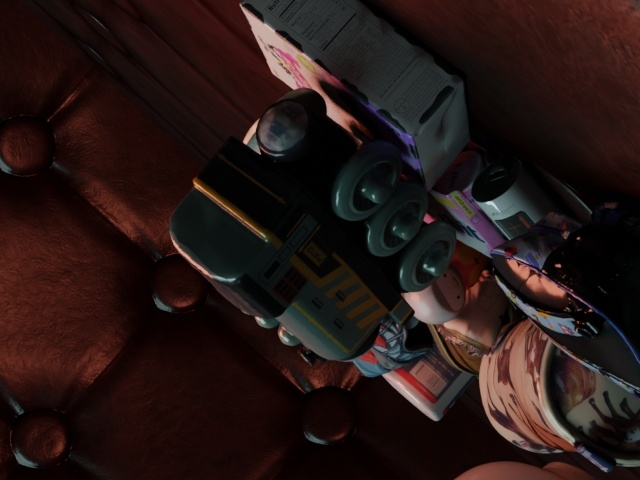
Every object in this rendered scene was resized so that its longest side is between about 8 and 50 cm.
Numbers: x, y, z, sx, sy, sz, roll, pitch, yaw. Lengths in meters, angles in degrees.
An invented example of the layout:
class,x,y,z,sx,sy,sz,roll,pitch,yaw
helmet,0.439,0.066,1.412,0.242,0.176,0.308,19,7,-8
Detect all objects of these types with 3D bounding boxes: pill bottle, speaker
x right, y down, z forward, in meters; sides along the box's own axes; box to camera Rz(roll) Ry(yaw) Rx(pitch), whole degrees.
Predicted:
class,x,y,z,sx,sy,sz,roll,pitch,yaw
pill bottle,0.179,0.149,1.952,0.108,0.180,0.108,41,174,5
speaker,0.194,-0.014,1.273,0.136,0.055,0.055,45,173,-29

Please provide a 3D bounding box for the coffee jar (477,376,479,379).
class,x,y,z,sx,sy,sz,roll,pitch,yaw
coffee jar,0.272,0.183,2.011,0.184,0.096,0.079,39,175,28

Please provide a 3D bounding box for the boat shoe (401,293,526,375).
class,x,y,z,sx,sy,sz,roll,pitch,yaw
boat shoe,0.207,0.106,1.803,0.104,0.111,0.307,16,164,41

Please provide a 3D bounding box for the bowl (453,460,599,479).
class,x,y,z,sx,sy,sz,roll,pitch,yaw
bowl,0.242,0.319,1.424,0.298,0.134,0.298,39,160,17

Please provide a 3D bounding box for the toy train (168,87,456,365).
class,x,y,z,sx,sy,sz,roll,pitch,yaw
toy train,0.000,0.000,1.279,0.142,0.190,0.334,38,175,31

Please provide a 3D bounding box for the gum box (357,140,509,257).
class,x,y,z,sx,sy,sz,roll,pitch,yaw
gum box,0.127,-0.053,1.378,0.107,0.062,0.188,45,173,-32

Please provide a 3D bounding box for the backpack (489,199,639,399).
class,x,y,z,sx,sy,sz,roll,pitch,yaw
backpack,0.228,0.040,1.138,0.158,0.117,0.173,45,173,-35

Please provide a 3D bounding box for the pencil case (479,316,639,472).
class,x,y,z,sx,sy,sz,roll,pitch,yaw
pencil case,0.272,0.151,1.457,0.183,0.160,0.410,60,175,5

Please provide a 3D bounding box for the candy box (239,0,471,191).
class,x,y,z,sx,sy,sz,roll,pitch,yaw
candy box,0.035,-0.146,1.248,0.196,0.070,0.165,39,174,16

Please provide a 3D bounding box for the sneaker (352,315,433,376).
class,x,y,z,sx,sy,sz,roll,pitch,yaw
sneaker,0.066,0.081,1.816,0.262,0.125,0.104,45,-145,-51

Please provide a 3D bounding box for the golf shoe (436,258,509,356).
class,x,y,z,sx,sy,sz,roll,pitch,yaw
golf shoe,0.177,0.069,1.590,0.067,0.086,0.186,26,-162,1

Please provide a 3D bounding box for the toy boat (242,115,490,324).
class,x,y,z,sx,sy,sz,roll,pitch,yaw
toy boat,0.035,-0.017,1.587,0.318,0.148,0.267,25,133,17
